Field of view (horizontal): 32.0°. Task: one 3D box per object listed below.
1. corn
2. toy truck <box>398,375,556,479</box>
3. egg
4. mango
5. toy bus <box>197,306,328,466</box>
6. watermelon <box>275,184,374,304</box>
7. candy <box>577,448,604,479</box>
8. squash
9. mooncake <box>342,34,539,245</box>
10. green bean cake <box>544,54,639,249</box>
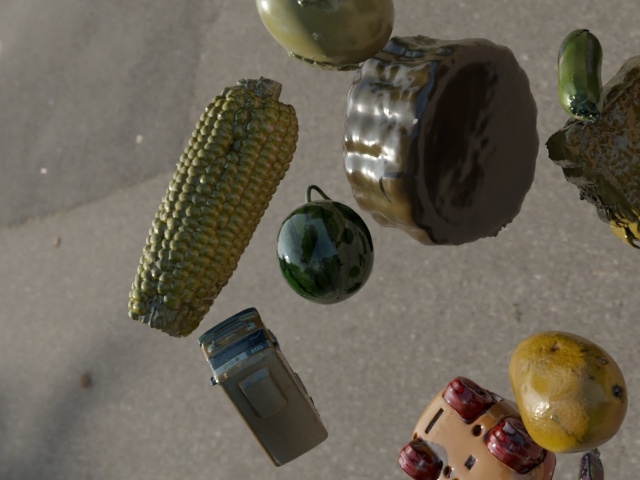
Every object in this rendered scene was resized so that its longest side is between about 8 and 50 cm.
[{"bbox_3d":[-0.128,-0.047,1.377,0.130,0.130,0.347,8,73,60],"label":"corn"},{"bbox_3d":[0.274,0.342,1.760,0.189,0.239,0.265,-57,43,11],"label":"toy truck"},{"bbox_3d":[0.006,-0.317,1.529,0.164,0.201,0.164,-40,41,46],"label":"egg"},{"bbox_3d":[0.308,0.191,1.439,0.147,0.109,0.227,-68,22,5],"label":"mango"},{"bbox_3d":[-0.069,0.182,1.363,0.091,0.182,0.103,-30,35,-2],"label":"toy bus"},{"bbox_3d":[0.000,0.000,1.582,0.141,0.141,0.187,-49,50,41],"label":"watermelon"},{"bbox_3d":[0.437,0.388,1.808,0.043,0.045,0.175,-43,15,34],"label":"candy"},{"bbox_3d":[0.278,-0.172,1.190,0.052,0.052,0.183,-54,13,35],"label":"squash"},{"bbox_3d":[0.179,-0.155,1.716,0.187,0.324,0.324,18,96,44],"label":"mooncake"},{"bbox_3d":[0.469,-0.130,1.613,0.230,0.224,0.131,-43,7,-3],"label":"green bean cake"}]
